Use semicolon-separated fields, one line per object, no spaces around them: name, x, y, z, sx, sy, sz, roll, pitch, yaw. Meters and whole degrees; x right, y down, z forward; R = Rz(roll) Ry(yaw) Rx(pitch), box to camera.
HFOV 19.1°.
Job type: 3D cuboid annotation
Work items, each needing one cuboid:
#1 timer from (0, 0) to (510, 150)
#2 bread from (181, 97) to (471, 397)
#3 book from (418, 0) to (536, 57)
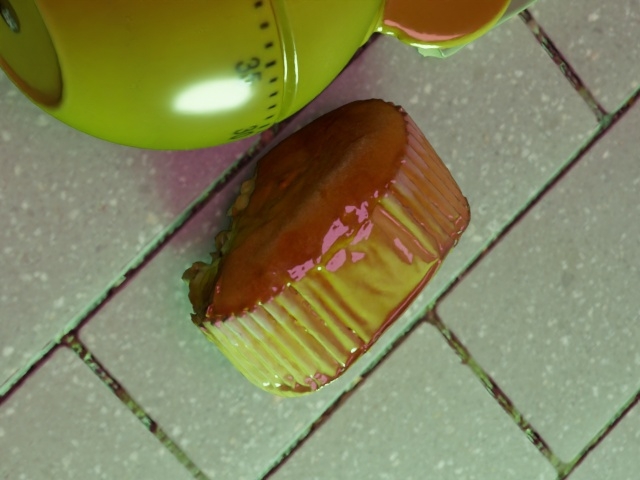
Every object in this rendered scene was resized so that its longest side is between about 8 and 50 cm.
timer;-0.077;-0.253;1.428;0.387;0.376;0.376;-31;108;-19
bread;0.000;0.000;1.578;0.250;0.179;0.133;-45;119;-1
book;0.118;-0.379;1.647;0.260;0.043;0.371;-34;108;-15
